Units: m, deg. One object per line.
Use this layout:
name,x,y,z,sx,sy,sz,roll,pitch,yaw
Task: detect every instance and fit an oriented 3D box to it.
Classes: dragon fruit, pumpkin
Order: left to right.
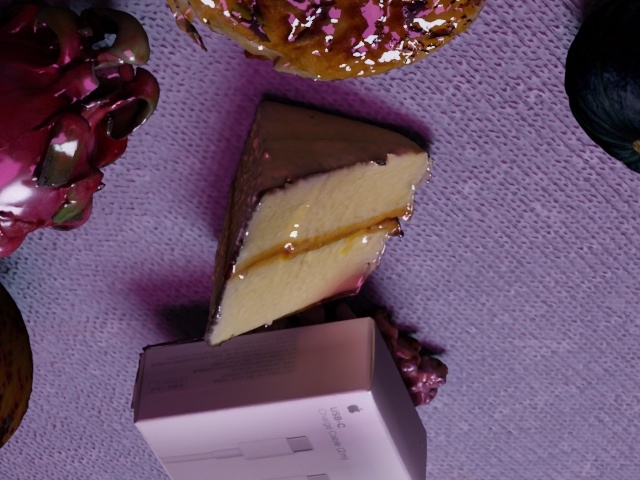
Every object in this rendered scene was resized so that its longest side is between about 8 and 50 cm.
dragon fruit,-0.257,-0.100,1.643,0.273,0.198,0.218,-27,106,1
pumpkin,0.292,-0.125,1.599,0.194,0.150,0.194,8,135,8

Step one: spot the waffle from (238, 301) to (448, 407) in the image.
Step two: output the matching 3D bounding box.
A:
waffle,0.001,0.143,2.015,0.234,0.055,0.221,33,130,-29

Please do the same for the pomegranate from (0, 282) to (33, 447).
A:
pomegranate,-0.414,0.169,1.832,0.285,0.340,0.285,-1,158,0

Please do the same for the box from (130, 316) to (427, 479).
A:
box,-0.038,0.186,1.951,0.252,0.106,0.203,-9,137,14

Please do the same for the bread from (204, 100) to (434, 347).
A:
bread,0.000,0.000,1.776,0.178,0.135,0.240,11,138,-10

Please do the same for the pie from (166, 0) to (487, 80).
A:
pie,-0.005,-0.237,1.527,0.308,0.085,0.308,2,141,2
